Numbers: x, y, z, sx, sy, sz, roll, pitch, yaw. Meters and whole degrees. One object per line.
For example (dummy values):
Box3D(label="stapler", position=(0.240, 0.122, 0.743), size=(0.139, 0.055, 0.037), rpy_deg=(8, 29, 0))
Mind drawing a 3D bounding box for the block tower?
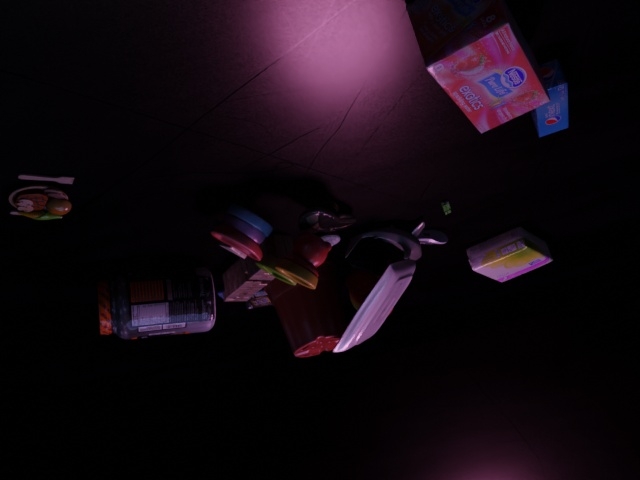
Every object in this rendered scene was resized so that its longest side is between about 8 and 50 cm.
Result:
Box3D(label="block tower", position=(-0.205, 0.091, 2.000), size=(0.091, 0.097, 0.335), rpy_deg=(5, 151, -34))

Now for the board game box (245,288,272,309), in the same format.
Box3D(label="board game box", position=(-0.220, 0.208, 2.354), size=(0.126, 0.026, 0.186), rpy_deg=(-10, 157, -6))

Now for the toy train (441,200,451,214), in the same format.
Box3D(label="toy train", position=(0.386, -0.101, 1.931), size=(0.023, 0.017, 0.083), rpy_deg=(-25, 156, 7))

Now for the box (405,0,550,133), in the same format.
Box3D(label="box", position=(0.298, -0.338, 1.157), size=(0.154, 0.142, 0.300), rpy_deg=(-24, 155, 24))

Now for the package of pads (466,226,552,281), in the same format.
Box3D(label="package of pads", position=(0.702, 0.056, 2.356), size=(0.229, 0.101, 0.296), rpy_deg=(-27, 153, 29))

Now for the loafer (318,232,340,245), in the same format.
Box3D(label="loafer", position=(0.000, 0.000, 1.964), size=(0.125, 0.039, 0.045), rpy_deg=(-19, 124, 10))

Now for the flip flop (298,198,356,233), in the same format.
Box3D(label="flip flop", position=(0.017, -0.073, 1.750), size=(0.112, 0.080, 0.277), rpy_deg=(-20, 172, 25))

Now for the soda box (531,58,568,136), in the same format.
Box3D(label="soda box", position=(0.510, -0.315, 1.416), size=(0.071, 0.067, 0.210), rpy_deg=(-18, 157, 16))

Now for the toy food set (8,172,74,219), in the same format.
Box3D(label="toy food set", position=(-0.633, -0.086, 1.429), size=(0.132, 0.038, 0.192), rpy_deg=(2, 154, -30))

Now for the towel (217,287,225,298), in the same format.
Box3D(label="towel", position=(-0.301, 0.175, 2.231), size=(0.119, 0.029, 0.067), rpy_deg=(-13, 158, 5))

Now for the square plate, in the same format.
Box3D(label="square plate", position=(0.198, 0.218, 2.112), size=(0.344, 0.049, 0.347), rpy_deg=(-58, 163, 13))

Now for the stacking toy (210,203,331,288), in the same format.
Box3D(label="stacking toy", position=(-0.134, 0.005, 1.719), size=(0.309, 0.130, 0.279), rpy_deg=(31, 169, -8))

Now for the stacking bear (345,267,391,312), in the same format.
Box3D(label="stacking bear", position=(0.173, 0.181, 2.331), size=(0.175, 0.164, 0.289), rpy_deg=(-17, 153, 11))

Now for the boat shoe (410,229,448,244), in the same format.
Box3D(label="boat shoe", position=(0.355, -0.009, 2.098), size=(0.142, 0.049, 0.040), rpy_deg=(7, 150, -22))

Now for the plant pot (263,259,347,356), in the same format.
Box3D(label="plant pot", position=(-0.032, 0.246, 2.187), size=(0.272, 0.265, 0.272), rpy_deg=(-16, 157, -7))

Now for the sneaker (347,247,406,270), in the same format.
Box3D(label="sneaker", position=(0.188, 0.075, 2.175), size=(0.221, 0.083, 0.087), rpy_deg=(3, 158, -28))

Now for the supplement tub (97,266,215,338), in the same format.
Box3D(label="supplement tub", position=(-0.504, 0.192, 1.938), size=(0.338, 0.207, 0.207), rpy_deg=(-3, 156, -19))

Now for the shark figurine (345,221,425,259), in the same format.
Box3D(label="shark figurine", position=(0.227, 0.014, 1.980), size=(0.278, 0.116, 0.166), rpy_deg=(11, 140, -22))
